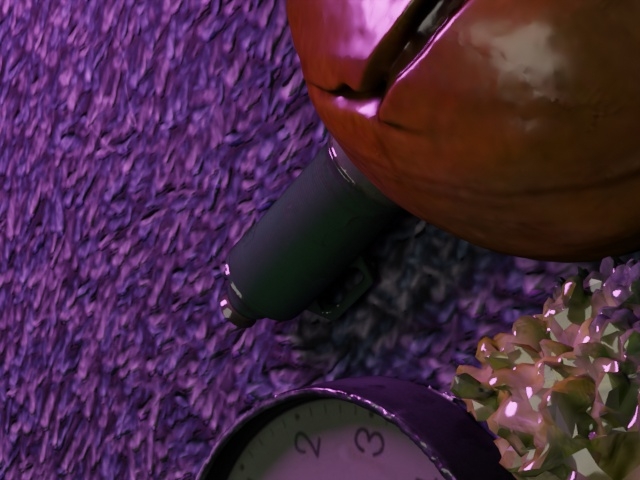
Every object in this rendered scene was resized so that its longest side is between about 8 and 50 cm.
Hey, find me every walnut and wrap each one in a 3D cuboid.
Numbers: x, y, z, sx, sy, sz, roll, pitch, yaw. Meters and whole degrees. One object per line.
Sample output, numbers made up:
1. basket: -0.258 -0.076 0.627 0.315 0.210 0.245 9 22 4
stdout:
1. walnut: 0.088 -0.102 0.699 0.336 0.209 0.209 17 99 53

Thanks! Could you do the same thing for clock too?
1. clock: 0.021 0.243 0.836 0.312 0.061 0.313 -3 86 44

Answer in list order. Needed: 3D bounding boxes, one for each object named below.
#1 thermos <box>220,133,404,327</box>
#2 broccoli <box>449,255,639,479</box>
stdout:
1. thermos: -0.003 -0.004 0.874 0.188 0.083 0.073 -46 36 35
2. broccoli: 0.156 0.176 0.592 0.397 0.275 0.353 -26 52 49
